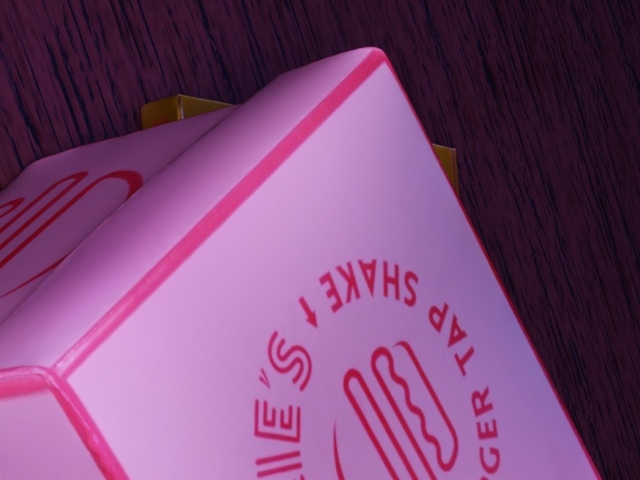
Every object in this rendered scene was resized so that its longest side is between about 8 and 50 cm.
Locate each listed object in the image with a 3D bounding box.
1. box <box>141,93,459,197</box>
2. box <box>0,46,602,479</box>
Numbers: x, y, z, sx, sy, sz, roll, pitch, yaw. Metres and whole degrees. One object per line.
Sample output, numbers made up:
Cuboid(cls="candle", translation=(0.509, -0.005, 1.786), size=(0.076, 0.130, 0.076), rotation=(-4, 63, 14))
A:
Cuboid(cls="box", translation=(0.000, 0.000, 1.296), size=(0.311, 0.043, 0.173), rotation=(8, 75, -49))
Cuboid(cls="box", translation=(-0.079, 0.125, 0.975), size=(0.312, 0.300, 0.314), rotation=(-47, 116, -44))
